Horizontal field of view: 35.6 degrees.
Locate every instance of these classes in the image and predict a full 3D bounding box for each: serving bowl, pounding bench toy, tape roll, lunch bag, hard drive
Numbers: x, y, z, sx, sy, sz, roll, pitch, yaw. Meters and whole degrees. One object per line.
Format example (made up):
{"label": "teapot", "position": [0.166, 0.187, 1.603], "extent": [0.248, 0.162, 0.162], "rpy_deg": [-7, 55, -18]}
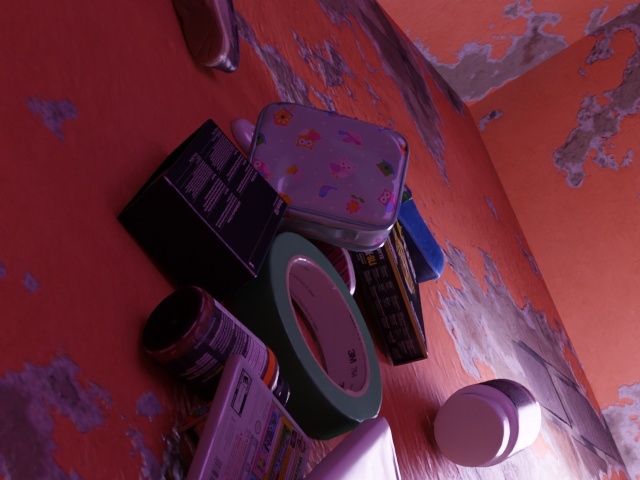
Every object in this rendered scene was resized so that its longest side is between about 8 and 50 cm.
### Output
{"label": "serving bowl", "position": [-0.130, -0.193, 1.852], "extent": [0.083, 0.027, 0.083], "rpy_deg": [50, 22, -28]}
{"label": "pounding bench toy", "position": [-0.126, 0.228, 1.216], "extent": [0.065, 0.052, 0.083], "rpy_deg": [60, 19, 1]}
{"label": "tape roll", "position": [-0.017, 0.145, 1.546], "extent": [0.321, 0.077, 0.321], "rpy_deg": [51, 22, -30]}
{"label": "lunch bag", "position": [0.000, -0.104, 1.692], "extent": [0.108, 0.279, 0.224], "rpy_deg": [112, -10, -64]}
{"label": "hard drive", "position": [0.045, 0.393, 1.309], "extent": [0.353, 0.047, 0.233], "rpy_deg": [-18, 97, -70]}

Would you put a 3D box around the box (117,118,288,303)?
{"label": "box", "position": [-0.160, -0.043, 1.434], "extent": [0.184, 0.103, 0.261], "rpy_deg": [46, 22, -12]}

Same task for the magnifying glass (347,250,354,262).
{"label": "magnifying glass", "position": [0.027, -0.057, 2.051], "extent": [0.092, 0.026, 0.231], "rpy_deg": [28, 35, -57]}

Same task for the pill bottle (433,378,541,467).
{"label": "pill bottle", "position": [0.330, 0.361, 1.978], "extent": [0.283, 0.161, 0.161], "rpy_deg": [10, 53, -65]}

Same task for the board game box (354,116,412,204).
{"label": "board game box", "position": [0.076, -0.134, 2.045], "extent": [0.201, 0.136, 0.035], "rpy_deg": [51, 19, -19]}

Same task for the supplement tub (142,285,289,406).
{"label": "supplement tub", "position": [-0.124, 0.152, 1.253], "extent": [0.198, 0.106, 0.106], "rpy_deg": [47, 23, -34]}

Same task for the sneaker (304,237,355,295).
{"label": "sneaker", "position": [0.000, 0.000, 1.780], "extent": [0.111, 0.103, 0.252], "rpy_deg": [10, 53, -63]}

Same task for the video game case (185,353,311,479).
{"label": "video game case", "position": [-0.083, 0.274, 1.167], "extent": [0.193, 0.023, 0.212], "rpy_deg": [57, 35, -36]}

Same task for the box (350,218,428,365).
{"label": "box", "position": [0.126, 0.040, 1.941], "extent": [0.257, 0.079, 0.322], "rpy_deg": [-92, 164, -57]}

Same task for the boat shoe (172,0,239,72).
{"label": "boat shoe", "position": [-0.214, -0.440, 1.906], "extent": [0.092, 0.103, 0.285], "rpy_deg": [38, 32, -57]}

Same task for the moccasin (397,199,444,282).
{"label": "moccasin", "position": [0.145, -0.044, 2.194], "extent": [0.342, 0.117, 0.138], "rpy_deg": [62, 31, -8]}
